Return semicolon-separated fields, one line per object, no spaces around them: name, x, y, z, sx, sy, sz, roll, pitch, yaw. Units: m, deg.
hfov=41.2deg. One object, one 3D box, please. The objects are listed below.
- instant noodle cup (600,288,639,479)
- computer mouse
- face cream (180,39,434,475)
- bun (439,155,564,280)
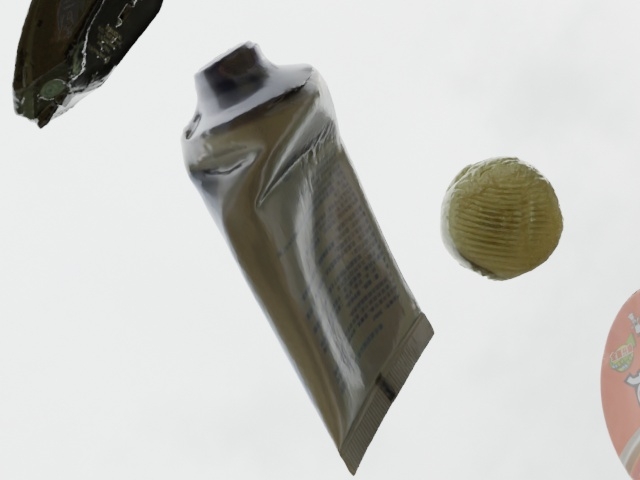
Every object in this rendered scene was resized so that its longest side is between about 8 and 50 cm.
instant noodle cup;0.465;0.169;0.941;0.192;0.250;0.251;1;-75;-17
computer mouse;-0.183;-0.179;0.661;0.062;0.106;0.192;35;-92;6
face cream;0.000;0.000;0.857;0.235;0.137;0.420;-52;-58;-47
bun;0.316;-0.041;1.519;0.220;0.134;0.221;0;-88;8
